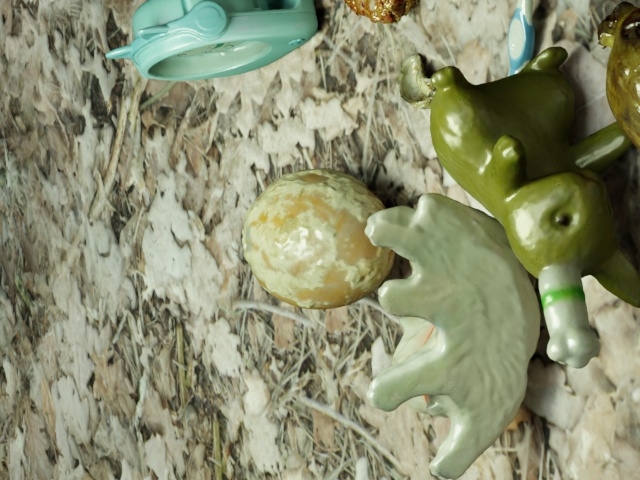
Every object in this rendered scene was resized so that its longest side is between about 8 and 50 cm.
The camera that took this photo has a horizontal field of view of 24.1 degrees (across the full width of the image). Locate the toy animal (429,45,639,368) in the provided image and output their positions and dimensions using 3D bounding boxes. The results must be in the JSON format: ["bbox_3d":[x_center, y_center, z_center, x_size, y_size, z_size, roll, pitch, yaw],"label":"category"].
[{"bbox_3d":[0.257,-0.050,1.640,0.363,0.181,0.180,58,147,34],"label":"toy animal"}]

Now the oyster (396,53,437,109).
[{"bbox_3d":[0.136,-0.202,1.918,0.081,0.038,0.083,-18,55,45],"label":"oyster"}]

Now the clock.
[{"bbox_3d":[-0.159,-0.296,2.103,0.224,0.274,0.094,-21,78,53],"label":"clock"}]

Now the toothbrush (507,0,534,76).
[{"bbox_3d":[0.231,-0.227,1.756,0.040,0.040,0.386,42,129,44],"label":"toothbrush"}]

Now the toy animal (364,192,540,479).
[{"bbox_3d":[0.142,0.080,1.812,0.266,0.308,0.188,-43,12,16],"label":"toy animal"}]

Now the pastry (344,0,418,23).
[{"bbox_3d":[0.067,-0.334,1.959,0.169,0.063,0.087,49,125,46],"label":"pastry"}]

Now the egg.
[{"bbox_3d":[0.000,0.000,2.003,0.233,0.195,0.194,18,112,38],"label":"egg"}]

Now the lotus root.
[{"bbox_3d":[0.361,-0.149,1.504,0.260,0.128,0.145,59,149,33],"label":"lotus root"}]
